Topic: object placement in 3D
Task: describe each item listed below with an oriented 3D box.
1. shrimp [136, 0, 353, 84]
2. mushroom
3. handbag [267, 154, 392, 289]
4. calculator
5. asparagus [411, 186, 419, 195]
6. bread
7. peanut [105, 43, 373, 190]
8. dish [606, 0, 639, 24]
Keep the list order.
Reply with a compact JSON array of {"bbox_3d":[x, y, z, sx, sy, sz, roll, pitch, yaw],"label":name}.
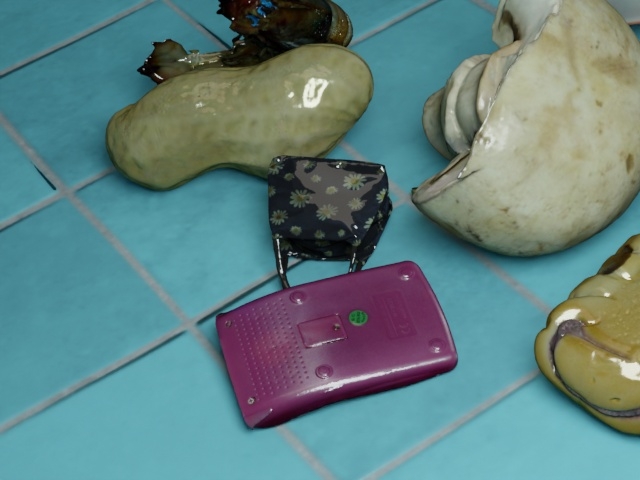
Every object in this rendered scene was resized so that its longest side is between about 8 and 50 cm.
[{"bbox_3d":[-0.089,-0.201,1.400,0.222,0.290,0.054,-12,85,13],"label":"shrimp"},{"bbox_3d":[0.197,-0.094,1.251,0.254,0.189,0.195,-61,14,-16],"label":"mushroom"},{"bbox_3d":[0.000,0.000,1.283,0.115,0.072,0.139,6,66,11],"label":"handbag"},{"bbox_3d":[0.013,0.081,1.196,0.190,0.034,0.126,-16,49,-6],"label":"calculator"},{"bbox_3d":[0.167,-0.054,1.328,0.163,0.016,0.016,-8,23,6],"label":"asparagus"},{"bbox_3d":[0.281,0.058,1.132,0.225,0.081,0.134,-37,52,-27],"label":"bread"},{"bbox_3d":[-0.078,-0.114,1.382,0.274,0.125,0.111,-11,17,11],"label":"peanut"},{"bbox_3d":[0.362,-0.323,1.465,0.260,0.085,0.260,-19,27,10],"label":"dish"}]
